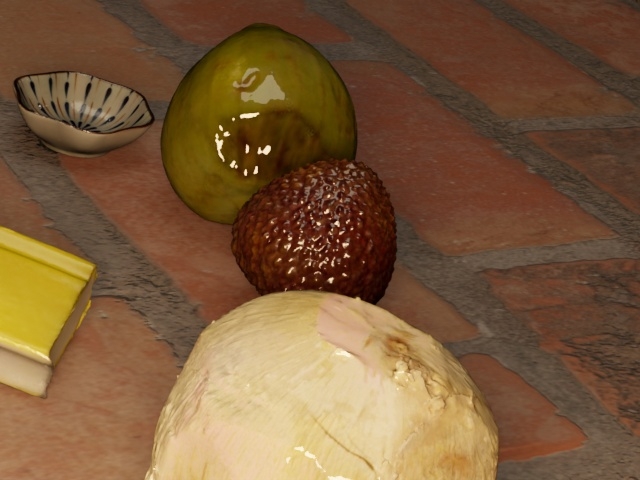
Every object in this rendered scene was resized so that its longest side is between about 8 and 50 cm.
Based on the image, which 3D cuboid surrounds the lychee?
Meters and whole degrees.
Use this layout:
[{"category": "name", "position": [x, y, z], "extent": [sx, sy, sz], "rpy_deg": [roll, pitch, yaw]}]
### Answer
[{"category": "lychee", "position": [0.000, 0.006, 1.994], "extent": [0.194, 0.194, 0.194], "rpy_deg": [10, 25, -5]}]

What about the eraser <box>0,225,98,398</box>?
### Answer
[{"category": "eraser", "position": [-0.347, 0.049, 1.802], "extent": [0.226, 0.069, 0.158], "rpy_deg": [21, 42, 0]}]

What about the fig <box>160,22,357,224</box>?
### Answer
[{"category": "fig", "position": [-0.077, -0.149, 2.200], "extent": [0.239, 0.239, 0.271], "rpy_deg": [4, 57, -17]}]

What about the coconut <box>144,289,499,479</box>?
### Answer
[{"category": "coconut", "position": [0.006, 0.178, 1.540], "extent": [0.297, 0.254, 0.297], "rpy_deg": [9, 27, -5]}]

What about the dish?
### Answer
[{"category": "dish", "position": [-0.309, -0.152, 2.321], "extent": [0.190, 0.066, 0.191], "rpy_deg": [12, 25, -6]}]
